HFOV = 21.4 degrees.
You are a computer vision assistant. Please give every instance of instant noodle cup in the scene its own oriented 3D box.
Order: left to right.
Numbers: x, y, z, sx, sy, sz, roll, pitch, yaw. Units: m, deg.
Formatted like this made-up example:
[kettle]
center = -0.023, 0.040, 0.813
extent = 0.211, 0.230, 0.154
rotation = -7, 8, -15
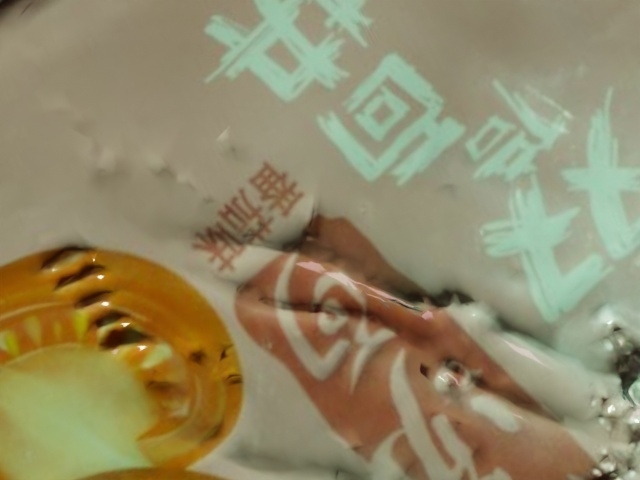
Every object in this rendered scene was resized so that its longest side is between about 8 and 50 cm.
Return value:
[instant noodle cup]
center = 0.014, 0.060, 0.439
extent = 0.243, 0.243, 0.231
rotation = 39, 178, 10
